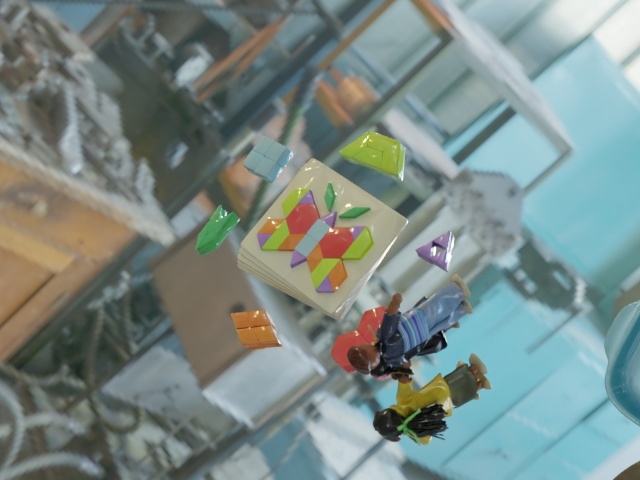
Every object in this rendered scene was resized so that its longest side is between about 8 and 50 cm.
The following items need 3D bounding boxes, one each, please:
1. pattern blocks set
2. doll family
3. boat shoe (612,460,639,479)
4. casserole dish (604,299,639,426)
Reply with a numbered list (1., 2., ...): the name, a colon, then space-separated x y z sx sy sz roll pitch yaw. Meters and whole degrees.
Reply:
1. pattern blocks set: 0.000 0.000 1.521 0.324 0.285 0.026 16 -19 36
2. doll family: 0.076 0.107 1.114 0.076 0.111 0.193 43 -24 54
3. boat shoe: 0.399 0.222 1.185 0.111 0.307 0.104 103 -32 -54
4. casserole dish: 0.296 0.105 0.982 0.188 0.114 0.037 28 3 16
